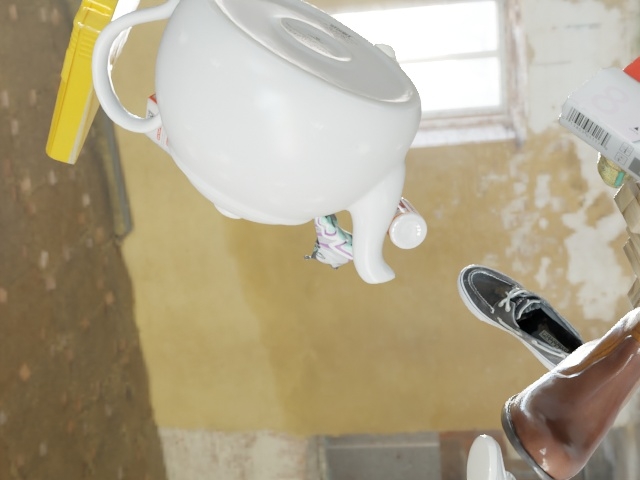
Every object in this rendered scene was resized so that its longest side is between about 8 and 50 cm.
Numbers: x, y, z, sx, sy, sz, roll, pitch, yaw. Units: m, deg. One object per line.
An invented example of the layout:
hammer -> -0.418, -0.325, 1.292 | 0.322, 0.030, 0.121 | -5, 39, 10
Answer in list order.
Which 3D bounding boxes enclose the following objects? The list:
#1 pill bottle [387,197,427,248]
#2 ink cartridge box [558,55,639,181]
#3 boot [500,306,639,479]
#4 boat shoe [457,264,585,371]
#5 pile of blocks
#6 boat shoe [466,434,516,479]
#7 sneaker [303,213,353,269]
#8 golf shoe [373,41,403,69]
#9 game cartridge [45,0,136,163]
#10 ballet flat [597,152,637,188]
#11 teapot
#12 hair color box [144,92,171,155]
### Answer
pill bottle -> 0.179, -0.046, 2.039 | 0.152, 0.086, 0.086 | -117, 18, -65
ink cartridge box -> 0.461, -0.175, 1.211 | 0.232, 0.189, 0.066 | -39, -23, -24
boot -> 0.325, 0.112, 0.897 | 0.096, 0.280, 0.264 | 52, -151, 17
boat shoe -> 0.387, 0.138, 1.748 | 0.301, 0.108, 0.102 | 44, 165, 27
pile of blocks -> 0.597, -0.004, 1.575 | 0.362, 0.149, 0.112 | 64, -169, -47
boat shoe -> 0.267, 0.381, 1.375 | 0.066, 0.063, 0.184 | -168, 73, -68
sneaker -> 0.000, 0.000, 1.184 | 0.098, 0.069, 0.038 | 49, -156, -13
golf shoe -> 0.037, -0.270, 1.822 | 0.140, 0.306, 0.115 | 62, -168, 15
game cartridge -> -0.282, -0.295, 1.194 | 0.323, 0.053, 0.285 | 127, 159, -57
ballet flat -> 0.613, -0.225, 1.779 | 0.348, 0.123, 0.123 | -58, -30, -41
teapot -> -0.051, -0.104, 0.810 | 0.187, 0.253, 0.256 | -58, 41, 26
hair color box -> -0.171, -0.136, 1.212 | 0.043, 0.141, 0.072 | -39, -20, -38
